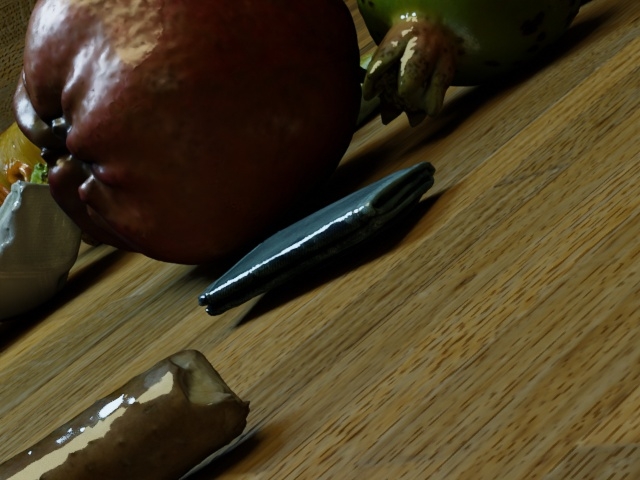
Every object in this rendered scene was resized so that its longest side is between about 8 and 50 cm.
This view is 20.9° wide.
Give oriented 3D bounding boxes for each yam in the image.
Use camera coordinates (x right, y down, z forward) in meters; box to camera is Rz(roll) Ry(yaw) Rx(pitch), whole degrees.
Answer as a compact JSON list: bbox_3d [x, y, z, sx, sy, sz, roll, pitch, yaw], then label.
[{"bbox_3d":[-0.136,0.122,0.709,0.241,0.057,0.057,-32,9,-4],"label":"yam"}]

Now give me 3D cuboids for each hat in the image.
[{"bbox_3d":[-0.300,0.058,1.512,0.219,0.164,0.226,-13,61,55],"label":"hat"}]

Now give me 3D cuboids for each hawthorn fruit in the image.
[{"bbox_3d":[-0.072,-0.101,1.186,0.261,0.224,0.224,-20,4,-25],"label":"hawthorn fruit"}]

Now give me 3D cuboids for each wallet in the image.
[{"bbox_3d":[0.000,0.000,0.959,0.129,0.026,0.088,-28,7,32],"label":"wallet"}]

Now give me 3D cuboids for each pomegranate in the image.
[{"bbox_3d":[0.091,-0.164,1.170,0.159,0.159,0.205,-20,35,53],"label":"pomegranate"}]

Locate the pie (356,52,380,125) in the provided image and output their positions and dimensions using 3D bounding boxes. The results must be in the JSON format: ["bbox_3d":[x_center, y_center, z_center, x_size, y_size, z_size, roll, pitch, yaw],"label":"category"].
[{"bbox_3d":[-0.013,-0.102,1.467,0.187,0.041,0.187,-32,9,6],"label":"pie"}]

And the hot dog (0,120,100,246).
[{"bbox_3d":[-0.199,-0.082,1.605,0.158,0.117,0.349,8,-20,-30],"label":"hot dog"}]
